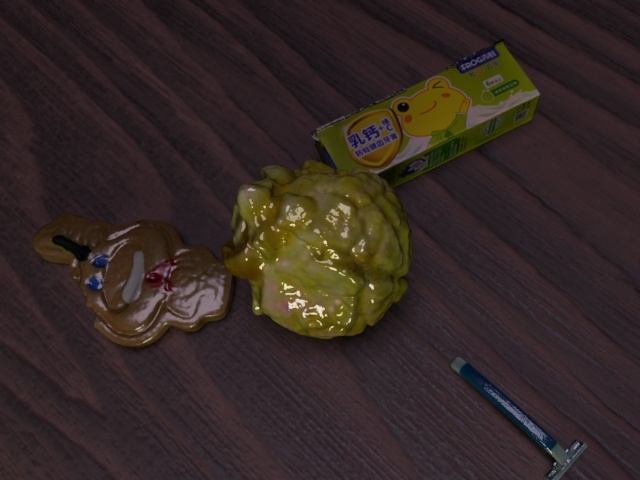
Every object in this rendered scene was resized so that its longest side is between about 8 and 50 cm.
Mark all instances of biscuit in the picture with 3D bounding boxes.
[{"bbox_3d":[-0.280,0.046,1.023,0.320,0.047,0.183,29,71,18],"label":"biscuit"}]

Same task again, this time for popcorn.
[{"bbox_3d":[0.000,0.000,0.915,0.259,0.259,0.212,12,34,11],"label":"popcorn"}]

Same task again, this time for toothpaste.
[{"bbox_3d":[0.158,-0.172,1.046,0.328,0.077,0.110,-27,70,-5],"label":"toothpaste"}]

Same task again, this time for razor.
[{"bbox_3d":[0.243,0.217,0.899,0.068,0.037,0.191,-44,70,-10],"label":"razor"}]
